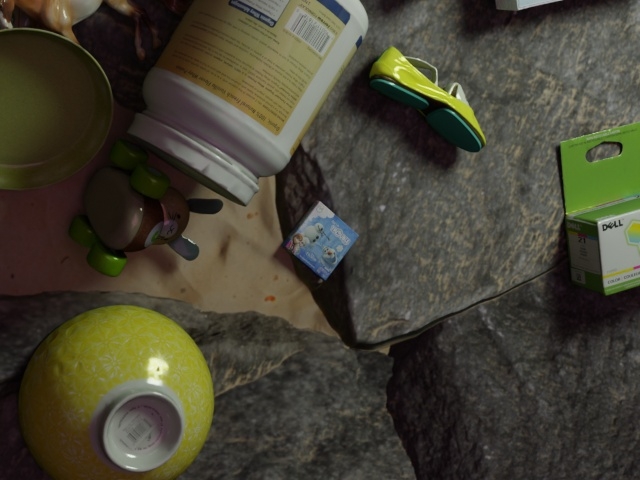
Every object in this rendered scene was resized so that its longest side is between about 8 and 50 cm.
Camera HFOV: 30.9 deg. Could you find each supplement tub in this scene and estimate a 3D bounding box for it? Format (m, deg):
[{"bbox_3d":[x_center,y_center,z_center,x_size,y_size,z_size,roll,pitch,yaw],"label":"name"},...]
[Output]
[{"bbox_3d":[-0.102,-0.228,1.587,0.228,0.228,0.316,34,85,-25],"label":"supplement tub"}]

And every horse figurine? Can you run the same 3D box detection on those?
[{"bbox_3d":[-0.309,-0.307,1.564,0.263,0.066,0.174,-30,116,-21],"label":"horse figurine"}]

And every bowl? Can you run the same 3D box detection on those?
[{"bbox_3d":[-0.271,0.248,1.638,0.289,0.156,0.289,-4,101,-23],"label":"bowl"}]

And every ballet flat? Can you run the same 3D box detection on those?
[{"bbox_3d":[0.178,-0.224,1.803,0.231,0.077,0.077,30,70,-24],"label":"ballet flat"}]

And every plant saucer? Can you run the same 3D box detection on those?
[{"bbox_3d":[-0.396,-0.177,1.531,0.241,0.037,0.241,-10,128,-13],"label":"plant saucer"}]

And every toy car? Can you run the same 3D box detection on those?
[{"bbox_3d":[-0.227,-0.029,1.626,0.188,0.149,0.155,18,109,-41],"label":"toy car"}]

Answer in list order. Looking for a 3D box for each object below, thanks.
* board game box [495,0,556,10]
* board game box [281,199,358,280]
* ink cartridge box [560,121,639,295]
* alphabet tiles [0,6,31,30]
[{"bbox_3d":[0.405,-0.545,1.813,0.319,0.066,0.318,-15,108,-22],"label":"board game box"},{"bbox_3d":[0.000,0.000,1.789,0.090,0.020,0.090,40,81,-24],"label":"board game box"},{"bbox_3d":[0.515,-0.057,1.967,0.189,0.097,0.255,-15,106,-21],"label":"ink cartridge box"},{"bbox_3d":[-0.453,-0.353,1.516,0.198,0.009,0.237,0,105,-24],"label":"alphabet tiles"}]
